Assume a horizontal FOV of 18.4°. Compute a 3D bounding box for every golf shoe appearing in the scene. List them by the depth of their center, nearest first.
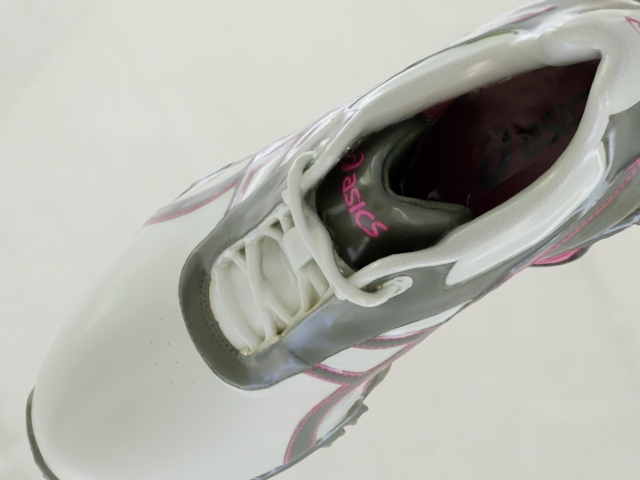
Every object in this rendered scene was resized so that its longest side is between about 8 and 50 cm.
[{"bbox_3d":[0.000,0.000,0.648,0.105,0.273,0.120,59,-166,12],"label":"golf shoe"}]
